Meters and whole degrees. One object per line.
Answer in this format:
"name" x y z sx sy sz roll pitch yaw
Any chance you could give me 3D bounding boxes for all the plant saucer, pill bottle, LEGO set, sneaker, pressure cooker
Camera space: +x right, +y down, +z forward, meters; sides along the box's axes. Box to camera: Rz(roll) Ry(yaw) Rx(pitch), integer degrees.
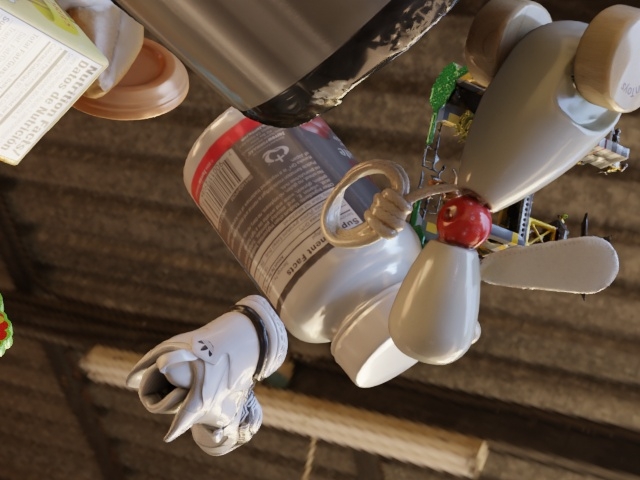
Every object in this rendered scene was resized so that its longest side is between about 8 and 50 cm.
"plant saucer" -0.293 -0.249 1.623 0.200 0.200 0.037 22 -48 12
"pill bottle" 0.000 0.000 1.214 0.318 0.176 0.176 52 -36 24
"LEGO set" 0.240 -0.071 1.281 0.192 0.331 0.255 20 -27 -20
"sneaker" -0.192 0.238 1.680 0.137 0.210 0.366 51 -38 23
"pressure cooker" -0.066 -0.348 0.862 0.420 0.375 0.370 42 2 -19

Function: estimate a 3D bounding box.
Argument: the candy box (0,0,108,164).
"candy box" -0.251 -0.154 0.494 0.087 0.316 0.183 -45 -110 9

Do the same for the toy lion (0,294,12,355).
"toy lion" -0.357 0.085 1.126 0.096 0.100 0.034 13 -46 8

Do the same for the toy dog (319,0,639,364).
"toy dog" 0.177 -0.053 0.942 0.161 0.220 0.333 25 -68 -43

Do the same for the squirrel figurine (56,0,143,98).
"squirrel figurine" -0.426 -0.364 1.505 0.370 0.397 0.281 -9 -57 26
